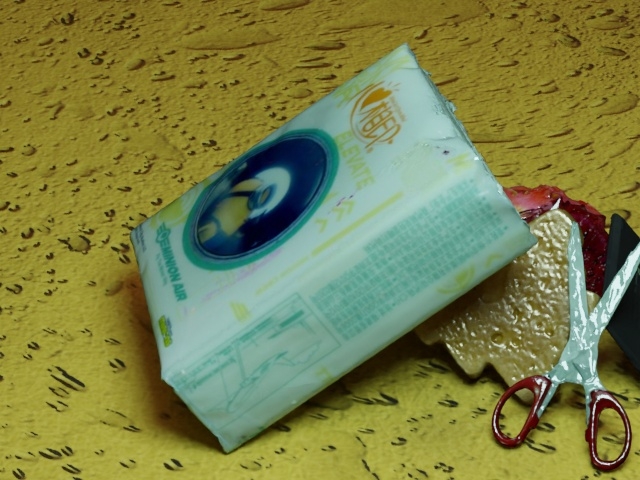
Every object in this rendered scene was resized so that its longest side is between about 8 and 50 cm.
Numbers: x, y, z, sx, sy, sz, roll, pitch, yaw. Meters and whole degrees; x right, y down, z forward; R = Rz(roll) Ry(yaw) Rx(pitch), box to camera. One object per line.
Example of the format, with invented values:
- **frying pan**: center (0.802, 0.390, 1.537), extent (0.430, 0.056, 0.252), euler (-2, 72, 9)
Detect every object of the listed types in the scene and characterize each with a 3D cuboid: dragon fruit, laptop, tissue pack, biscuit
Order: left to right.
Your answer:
- **tissue pack**: center (0.000, 0.000, 1.772), extent (0.388, 0.162, 0.287), euler (-34, 34, 8)
- **biscuit**: center (0.183, 0.062, 1.802), extent (0.238, 0.212, 0.041), euler (9, -1, 13)
- **dragon fruit**: center (0.211, 0.015, 1.924), extent (0.261, 0.163, 0.189), euler (-12, 7, -17)
- **laptop**: center (0.352, 0.069, 1.837), extent (0.016, 0.135, 0.197), euler (-27, 27, 30)

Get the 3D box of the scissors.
- **scissors**: center (0.270, 0.104, 1.731), extent (0.144, 0.017, 0.248), euler (12, 78, 17)
